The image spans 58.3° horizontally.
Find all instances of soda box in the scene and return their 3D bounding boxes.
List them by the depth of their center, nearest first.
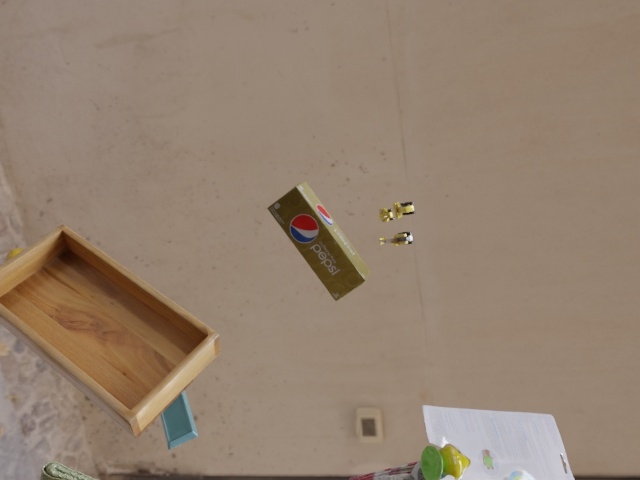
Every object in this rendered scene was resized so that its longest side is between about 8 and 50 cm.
[{"bbox_3d":[0.000,0.000,0.895,0.181,0.061,0.058,53,18,-4],"label":"soda box"}]

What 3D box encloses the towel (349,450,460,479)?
[{"bbox_3d":[0.241,0.565,1.233,0.037,0.328,0.237,-103,179,-63],"label":"towel"}]

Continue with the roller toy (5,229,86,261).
[{"bbox_3d":[-0.587,0.087,1.297,0.191,0.146,0.209,55,6,3],"label":"roller toy"}]

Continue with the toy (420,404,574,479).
[{"bbox_3d":[0.228,0.294,0.747,0.056,0.237,0.137,-46,-140,42],"label":"toy"}]

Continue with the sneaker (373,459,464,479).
[{"bbox_3d":[0.185,0.475,1.072,0.115,0.232,0.090,25,42,-37],"label":"sneaker"}]

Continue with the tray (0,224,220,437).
[{"bbox_3d":[-0.403,0.145,1.032,0.203,0.410,0.076,-45,155,-36],"label":"tray"}]

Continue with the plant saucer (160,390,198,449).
[{"bbox_3d":[-0.325,0.364,1.265,0.192,0.067,0.018,-125,-164,-47],"label":"plant saucer"}]

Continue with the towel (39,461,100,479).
[{"bbox_3d":[-0.392,0.412,0.950,0.110,0.148,0.027,-52,-164,47],"label":"towel"}]

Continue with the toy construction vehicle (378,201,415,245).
[{"bbox_3d":[0.146,-0.031,1.133,0.035,0.098,0.086,-17,100,-35],"label":"toy construction vehicle"}]
